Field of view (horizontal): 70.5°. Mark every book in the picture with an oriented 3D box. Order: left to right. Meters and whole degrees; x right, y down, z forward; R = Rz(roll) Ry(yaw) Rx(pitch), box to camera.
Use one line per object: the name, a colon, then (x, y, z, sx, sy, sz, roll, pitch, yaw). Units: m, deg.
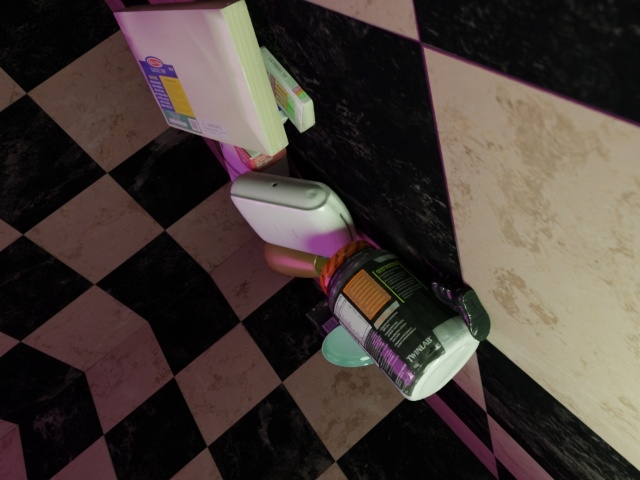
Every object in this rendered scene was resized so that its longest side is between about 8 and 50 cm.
book: (-0.068, -0.289, 0.867, 0.144, 0.035, 0.096, 50, 168, 12)

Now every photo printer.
photo printer: (-0.057, -0.062, 1.212, 0.307, 0.107, 0.256, 13, 154, 27)

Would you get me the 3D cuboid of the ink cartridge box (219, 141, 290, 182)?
ink cartridge box: (-0.193, -0.232, 1.350, 0.207, 0.117, 0.283, 46, 160, 25)

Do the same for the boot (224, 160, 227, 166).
boot: (-0.316, -0.335, 1.861, 0.220, 0.109, 0.283, 37, 158, 45)

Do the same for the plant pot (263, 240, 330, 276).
plant pot: (-0.058, 0.050, 1.796, 0.254, 0.237, 0.237, 19, 150, 47)

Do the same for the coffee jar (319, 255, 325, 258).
coffee jar: (0.000, 0.000, 1.567, 0.079, 0.096, 0.184, 56, 172, -18)

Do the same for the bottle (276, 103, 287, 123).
bottle: (-0.183, -0.354, 0.968, 0.283, 0.092, 0.118, 52, 164, -6)

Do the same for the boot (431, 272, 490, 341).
boot: (0.260, 0.122, 0.850, 0.121, 0.045, 0.099, 61, 167, -21)

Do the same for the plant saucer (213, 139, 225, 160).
plant saucer: (-0.341, -0.387, 1.686, 0.198, 0.036, 0.199, 29, 131, 40)

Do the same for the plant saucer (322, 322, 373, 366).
plant saucer: (0.159, 0.362, 1.674, 0.044, 0.317, 0.318, -103, -14, -46)

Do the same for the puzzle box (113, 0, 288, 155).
puzzle box: (-0.251, -0.337, 0.924, 0.409, 0.052, 0.272, 24, 144, 39)

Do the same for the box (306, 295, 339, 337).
box: (0.101, 0.293, 1.786, 0.163, 0.247, 0.142, 43, 171, 47)

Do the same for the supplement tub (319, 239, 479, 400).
supplement tub: (0.160, 0.161, 1.005, 0.338, 0.207, 0.207, 46, 171, 34)
